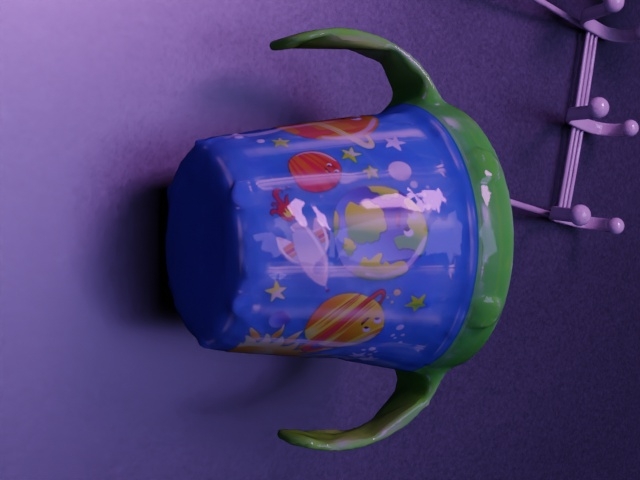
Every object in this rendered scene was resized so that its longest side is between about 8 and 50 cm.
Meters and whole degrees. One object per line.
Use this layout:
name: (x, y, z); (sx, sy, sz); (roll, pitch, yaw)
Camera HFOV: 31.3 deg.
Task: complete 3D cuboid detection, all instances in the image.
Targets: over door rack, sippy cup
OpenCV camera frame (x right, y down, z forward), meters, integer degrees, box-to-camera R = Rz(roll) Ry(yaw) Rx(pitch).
over door rack: (0.217, -0.142, 1.148); (0.324, 0.108, 0.239); (11, 87, -38)
sippy cup: (0.000, 0.000, 0.933); (0.224, 0.240, 0.305); (-3, 58, -27)
